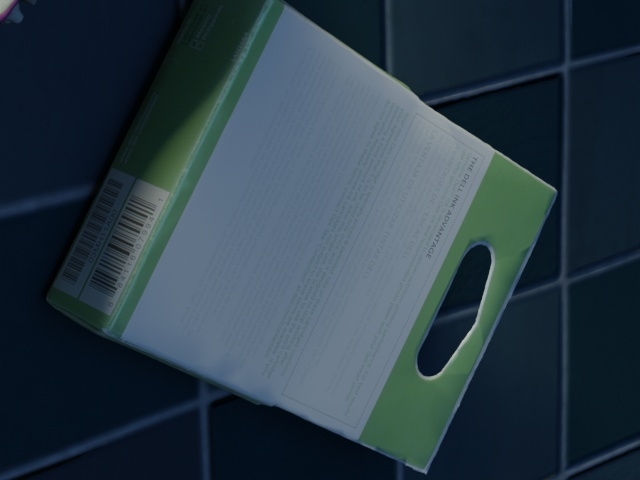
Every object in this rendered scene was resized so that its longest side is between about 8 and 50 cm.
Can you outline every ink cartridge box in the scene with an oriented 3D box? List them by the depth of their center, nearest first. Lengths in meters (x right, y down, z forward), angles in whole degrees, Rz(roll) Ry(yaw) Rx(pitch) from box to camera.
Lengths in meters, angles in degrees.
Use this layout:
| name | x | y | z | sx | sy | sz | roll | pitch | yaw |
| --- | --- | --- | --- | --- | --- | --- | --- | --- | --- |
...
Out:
| name | x | y | z | sx | sy | sz | roll | pitch | yaw |
| --- | --- | --- | --- | --- | --- | --- | --- | --- | --- |
| ink cartridge box | 0.000 | 0.000 | 0.942 | 0.235 | 0.056 | 0.171 | 29 | 85 | -45 |

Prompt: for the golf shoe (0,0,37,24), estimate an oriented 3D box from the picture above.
| name | x | y | z | sx | sy | sz | roll | pitch | yaw |
| --- | --- | --- | --- | --- | --- | --- | --- | --- | --- |
| golf shoe | -0.152 | -0.163 | 0.738 | 0.140 | 0.115 | 0.306 | 41 | 70 | -30 |
